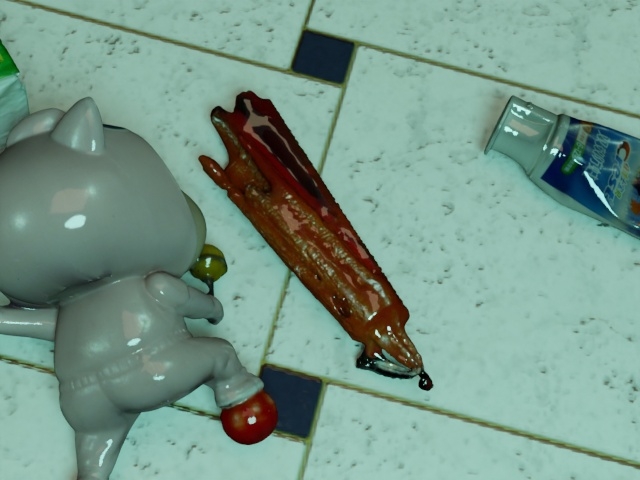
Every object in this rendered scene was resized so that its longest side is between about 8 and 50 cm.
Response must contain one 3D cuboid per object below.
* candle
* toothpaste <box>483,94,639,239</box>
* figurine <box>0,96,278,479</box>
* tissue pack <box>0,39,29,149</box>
[{"bbox_3d":[0.000,0.000,0.880,0.084,0.059,0.302,-35,71,-11],"label":"candle"},{"bbox_3d":[0.273,-0.044,0.939,0.266,0.061,0.096,26,62,1],"label":"toothpaste"},{"bbox_3d":[-0.154,0.043,0.811,0.176,0.186,0.288,-29,85,27],"label":"figurine"},{"bbox_3d":[-0.342,-0.137,0.863,0.156,0.148,0.209,-27,69,-20],"label":"tissue pack"}]
